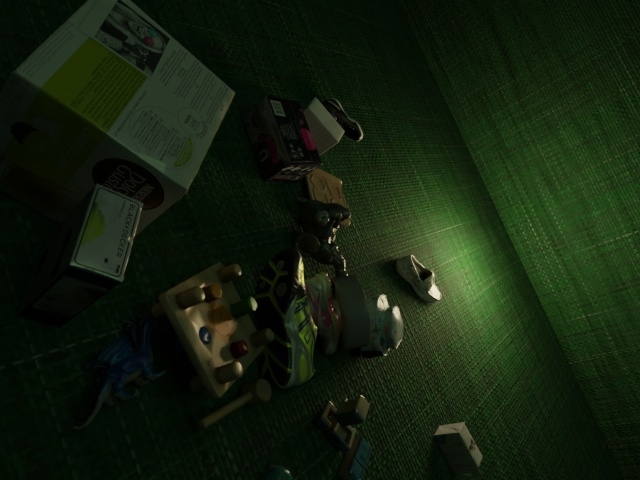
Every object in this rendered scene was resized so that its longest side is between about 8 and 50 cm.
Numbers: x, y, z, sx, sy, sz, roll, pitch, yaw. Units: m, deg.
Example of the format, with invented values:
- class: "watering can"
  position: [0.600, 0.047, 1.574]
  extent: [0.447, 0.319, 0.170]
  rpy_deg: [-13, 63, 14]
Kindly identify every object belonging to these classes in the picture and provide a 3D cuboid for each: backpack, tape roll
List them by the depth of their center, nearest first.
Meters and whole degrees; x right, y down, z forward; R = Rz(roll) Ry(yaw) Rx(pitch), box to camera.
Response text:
- class: "tape roll"
  position: [0.082, 0.217, 1.414]
  extent: [0.073, 0.219, 0.219]
  rpy_deg: [-8, 70, -11]
- class: "backpack"
  position: [0.188, 0.269, 1.524]
  extent: [0.166, 0.145, 0.188]
  rpy_deg: [-16, 90, -66]

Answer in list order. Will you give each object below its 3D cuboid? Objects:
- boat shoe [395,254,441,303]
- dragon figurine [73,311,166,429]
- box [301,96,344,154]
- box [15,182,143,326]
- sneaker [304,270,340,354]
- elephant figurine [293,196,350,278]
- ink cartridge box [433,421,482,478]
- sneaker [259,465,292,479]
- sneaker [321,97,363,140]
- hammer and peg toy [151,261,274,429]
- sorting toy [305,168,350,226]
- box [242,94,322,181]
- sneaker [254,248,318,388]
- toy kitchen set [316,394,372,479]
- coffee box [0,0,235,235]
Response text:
- class: "boat shoe"
  position: [0.424, 0.160, 1.922]
  extent: [0.277, 0.096, 0.098]
  rpy_deg: [41, 42, -24]
- class: "dragon figurine"
  position: [-0.413, 0.250, 0.942]
  extent: [0.144, 0.085, 0.289]
  rpy_deg: [57, 34, -3]
- class: "box"
  position: [-0.019, -0.419, 1.747]
  extent: [0.170, 0.130, 0.091]
  rpy_deg: [47, 41, -19]
- class: "box"
  position: [-0.449, 0.037, 0.867]
  extent: [0.087, 0.290, 0.169]
  rpy_deg: [28, 50, -36]
- class: "sneaker"
  position: [-0.012, 0.222, 1.408]
  extent: [0.112, 0.103, 0.251]
  rpy_deg: [-11, 90, -11]
- class: "elephant figurine"
  position: [0.000, 0.000, 1.516]
  extent: [0.170, 0.239, 0.186]
  rpy_deg: [3, 20, -19]
- class: "ink cartridge box"
  position: [0.494, 0.741, 1.647]
  extent: [0.062, 0.104, 0.181]
  rpy_deg: [-31, 93, -51]
- class: "sneaker"
  position: [-0.095, 0.655, 1.028]
  extent: [0.108, 0.121, 0.302]
  rpy_deg: [37, 44, -28]
- class: "sneaker"
  position: [0.075, -0.486, 1.943]
  extent: [0.216, 0.079, 0.121]
  rpy_deg: [49, 42, -2]
- class: "hammer and peg toy"
  position: [-0.215, 0.243, 1.078]
  extent: [0.360, 0.128, 0.266]
  rpy_deg: [65, 20, -4]
- class: "sorting toy"
  position: [0.020, -0.160, 1.702]
  extent: [0.193, 0.038, 0.208]
  rpy_deg: [20, 50, -40]
- class: "box"
  position: [-0.131, -0.333, 1.563]
  extent: [0.164, 0.142, 0.247]
  rpy_deg: [-7, 72, -48]
- class: "sneaker"
  position: [-0.087, 0.213, 1.307]
  extent: [0.147, 0.145, 0.383]
  rpy_deg: [22, 63, -47]
- class: "toy kitchen set"
  position: [0.095, 0.544, 1.269]
  extent: [0.207, 0.166, 0.122]
  rpy_deg: [51, 39, -13]
- class: "coffee box"
  position: [-0.445, -0.238, 0.996]
  extent: [0.334, 0.338, 0.337]
  rpy_deg: [37, 44, -28]
